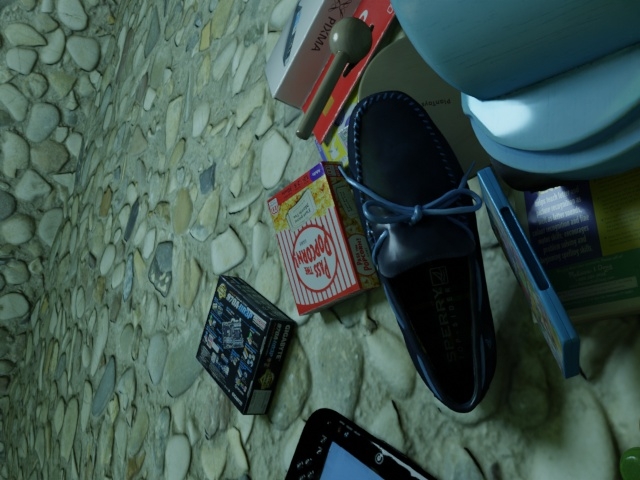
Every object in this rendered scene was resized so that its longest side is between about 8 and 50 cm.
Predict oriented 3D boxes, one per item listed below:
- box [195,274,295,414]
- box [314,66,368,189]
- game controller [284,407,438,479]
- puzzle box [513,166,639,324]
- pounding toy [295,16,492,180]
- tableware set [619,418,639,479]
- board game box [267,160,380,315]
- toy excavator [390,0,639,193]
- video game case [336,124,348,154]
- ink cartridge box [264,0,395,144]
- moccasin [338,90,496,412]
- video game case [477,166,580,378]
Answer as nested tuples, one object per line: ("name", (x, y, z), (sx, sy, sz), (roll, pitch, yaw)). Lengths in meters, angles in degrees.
("box", (-0.142, 0.180, 1.049), (0.220, 0.051, 0.175), (27, 103, 53))
("box", (0.067, -0.174, 0.871), (0.179, 0.043, 0.105), (-49, 46, 32))
("game controller", (0.059, 0.334, 0.722), (0.319, 0.067, 0.167), (16, 94, 53))
("puzzle box", (0.340, -0.096, 0.471), (0.409, 0.052, 0.272), (-23, 63, 49))
("pounding toy", (0.105, -0.153, 0.718), (0.110, 0.236, 0.183), (104, -176, -80))
("tableware set", (0.312, 0.162, 0.467), (0.104, 0.024, 0.154), (50, 121, 51))
("board game box", (0.000, 0.000, 0.876), (0.146, 0.045, 0.194), (-31, 71, 46))
("toy excavator", (0.115, -0.268, 0.380), (0.222, 0.445, 0.433), (-11, 77, 51))
("video game case", (0.088, -0.141, 0.808), (0.122, 0.011, 0.087), (-29, 89, 36))
("ink cartridge box", (0.016, -0.341, 0.927), (0.296, 0.066, 0.261), (-58, 29, 27))
("moccasin", (0.119, 0.007, 0.598), (0.137, 0.117, 0.342), (-21, 93, 10))
("video game case", (0.183, 0.030, 0.515), (0.015, 0.119, 0.166), (-24, 58, 12))
